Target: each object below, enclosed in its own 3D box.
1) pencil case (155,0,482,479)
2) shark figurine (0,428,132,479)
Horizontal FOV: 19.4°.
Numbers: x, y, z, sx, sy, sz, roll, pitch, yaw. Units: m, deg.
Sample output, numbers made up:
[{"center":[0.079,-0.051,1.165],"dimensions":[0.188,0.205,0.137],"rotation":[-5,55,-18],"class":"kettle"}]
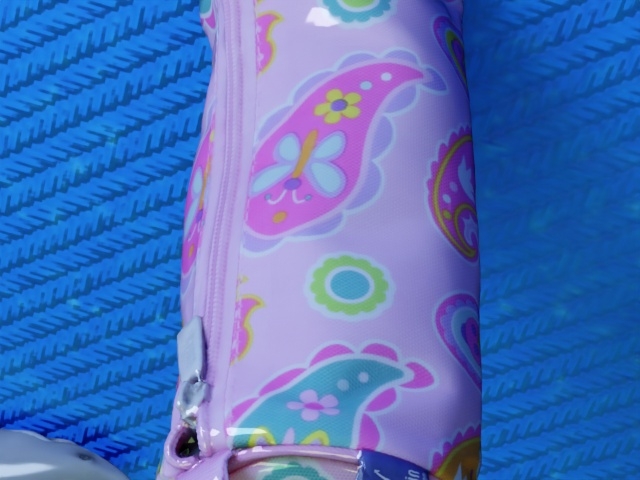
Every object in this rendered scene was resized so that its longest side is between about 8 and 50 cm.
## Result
[{"center":[0.000,0.000,0.736],"dimensions":[0.124,0.284,0.124],"rotation":[2,144,2],"class":"pencil case"},{"center":[-0.246,0.188,1.054],"dimensions":[0.166,0.116,0.278],"rotation":[33,125,-12],"class":"shark figurine"}]
